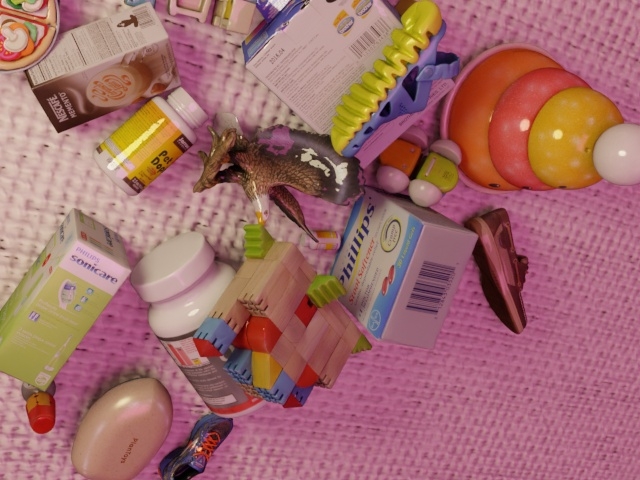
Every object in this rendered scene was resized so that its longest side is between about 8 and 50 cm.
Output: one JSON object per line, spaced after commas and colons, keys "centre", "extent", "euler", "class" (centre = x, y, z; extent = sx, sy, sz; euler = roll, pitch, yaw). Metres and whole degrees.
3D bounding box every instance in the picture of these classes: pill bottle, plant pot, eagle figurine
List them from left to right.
{"centre": [-0.320, -0.194, 1.385], "extent": [0.215, 0.117, 0.117], "euler": [-43, 118, -2], "class": "pill bottle"}
{"centre": [-0.227, 0.176, 1.503], "extent": [0.210, 0.210, 0.363], "euler": [-33, 117, -7], "class": "pill bottle"}
{"centre": [-0.094, -0.120, 1.442], "extent": [0.298, 0.226, 0.225], "euler": [9, 98, -29], "class": "eagle figurine"}
{"centre": [0.000, 0.000, 1.621], "extent": [0.083, 0.043, 0.043], "euler": [1, 108, -21], "class": "pill bottle"}
{"centre": [0.184, -0.447, 1.513], "extent": [0.081, 0.081, 0.083], "euler": [38, 98, -28], "class": "plant pot"}

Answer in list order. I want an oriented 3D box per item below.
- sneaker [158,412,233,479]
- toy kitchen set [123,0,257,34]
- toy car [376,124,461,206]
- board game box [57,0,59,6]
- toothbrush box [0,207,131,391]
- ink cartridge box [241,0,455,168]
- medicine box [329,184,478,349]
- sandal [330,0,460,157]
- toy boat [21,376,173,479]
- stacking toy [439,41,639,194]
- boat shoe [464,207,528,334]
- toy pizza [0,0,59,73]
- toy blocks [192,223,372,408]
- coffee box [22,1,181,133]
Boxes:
{"centre": [-0.278, 0.492, 1.668], "extent": [0.083, 0.087, 0.221], "euler": [40, 91, -29], "class": "sneaker"}
{"centre": [-0.231, -0.457, 1.296], "extent": [0.207, 0.166, 0.122], "euler": [7, 107, -23], "class": "toy kitchen set"}
{"centre": [0.214, -0.150, 1.593], "extent": [0.182, 0.136, 0.159], "euler": [24, 70, 11], "class": "toy car"}
{"centre": [-0.527, -0.433, 1.258], "extent": [0.141, 0.048, 0.170], "euler": [6, 107, -21], "class": "board game box"}
{"centre": [-0.497, 0.106, 1.376], "extent": [0.122, 0.206, 0.283], "euler": [36, 94, -27], "class": "toothbrush box"}
{"centre": [0.033, -0.367, 1.408], "extent": [0.270, 0.151, 0.395], "euler": [-42, 121, 16], "class": "ink cartridge box"}
{"centre": [0.164, 0.050, 1.564], "extent": [0.149, 0.289, 0.263], "euler": [12, 104, -27], "class": "medicine box"}
{"centre": [0.143, -0.273, 1.331], "extent": [0.138, 0.126, 0.317], "euler": [30, 112, -30], "class": "sandal"}
{"centre": [-0.474, 0.372, 1.532], "extent": [0.318, 0.148, 0.267], "euler": [28, 102, -35], "class": "toy boat"}
{"centre": [0.495, -0.213, 1.490], "extent": [0.351, 0.480, 0.350], "euler": [-7, 111, -18], "class": "stacking toy"}
{"centre": [0.466, 0.076, 1.791], "extent": [0.123, 0.123, 0.342], "euler": [-28, 110, -8], "class": "boat shoe"}
{"centre": [-0.519, -0.369, 1.156], "extent": [0.201, 0.032, 0.201], "euler": [-6, 101, -32], "class": "toy pizza"}
{"centre": [-0.077, 0.193, 1.406], "extent": [0.381, 0.191, 0.261], "euler": [54, 54, -34], "class": "toy blocks"}
{"centre": [-0.389, -0.307, 1.293], "extent": [0.247, 0.098, 0.141], "euler": [-25, 157, -11], "class": "coffee box"}
